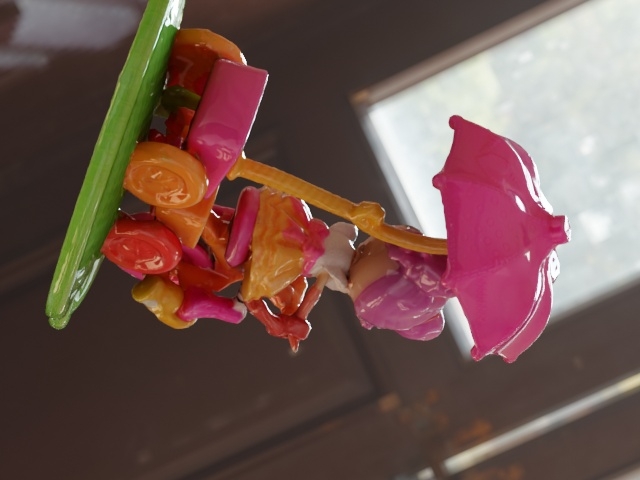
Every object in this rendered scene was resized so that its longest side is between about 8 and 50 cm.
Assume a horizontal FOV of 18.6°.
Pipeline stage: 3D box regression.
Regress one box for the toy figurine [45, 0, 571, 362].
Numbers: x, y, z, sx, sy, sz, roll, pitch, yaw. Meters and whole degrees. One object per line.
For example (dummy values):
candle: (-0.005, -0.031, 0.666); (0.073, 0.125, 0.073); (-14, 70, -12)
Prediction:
toy figurine: (0.000, 0.000, 0.661); (0.173, 0.159, 0.130); (118, -10, -57)
